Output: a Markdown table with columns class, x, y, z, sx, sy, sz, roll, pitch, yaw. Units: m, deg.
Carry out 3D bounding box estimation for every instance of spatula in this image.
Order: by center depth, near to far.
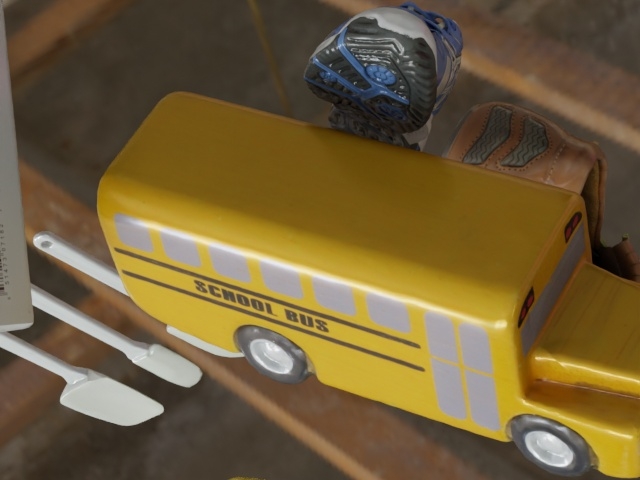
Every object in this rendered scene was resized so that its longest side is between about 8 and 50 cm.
| class | x | y | z | sx | sy | sz | roll | pitch | yaw |
| --- | --- | --- | --- | --- | --- | --- | --- | --- | --- |
| spatula | -0.174 | 0.073 | 1.446 | 0.168 | 0.242 | 0.019 | -27 | -129 | 30 |

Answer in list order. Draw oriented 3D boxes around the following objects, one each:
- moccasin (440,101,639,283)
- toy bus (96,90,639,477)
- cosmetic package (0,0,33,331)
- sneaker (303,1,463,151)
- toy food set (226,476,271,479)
| class | x | y | z | sx | sy | sz | roll | pitch | yaw |
| --- | --- | --- | --- | --- | --- | --- | --- | --- | --- |
| moccasin | 0.195 | 0.040 | 1.482 | 0.147 | 0.380 | 0.139 | 17 | -126 | 25 |
| toy bus | 0.045 | 0.020 | 1.067 | 0.332 | 0.130 | 0.108 | 16 | -128 | 26 |
| cosmetic package | -0.316 | -0.121 | 1.144 | 0.284 | 0.377 | 0.097 | -7 | 178 | 43 |
| sneaker | 0.042 | -0.108 | 1.111 | 0.080 | 0.211 | 0.081 | 25 | -98 | 3 |
| toy food set | -0.067 | 0.234 | 1.340 | 0.218 | 0.071 | 0.128 | 168 | -75 | -65 |
